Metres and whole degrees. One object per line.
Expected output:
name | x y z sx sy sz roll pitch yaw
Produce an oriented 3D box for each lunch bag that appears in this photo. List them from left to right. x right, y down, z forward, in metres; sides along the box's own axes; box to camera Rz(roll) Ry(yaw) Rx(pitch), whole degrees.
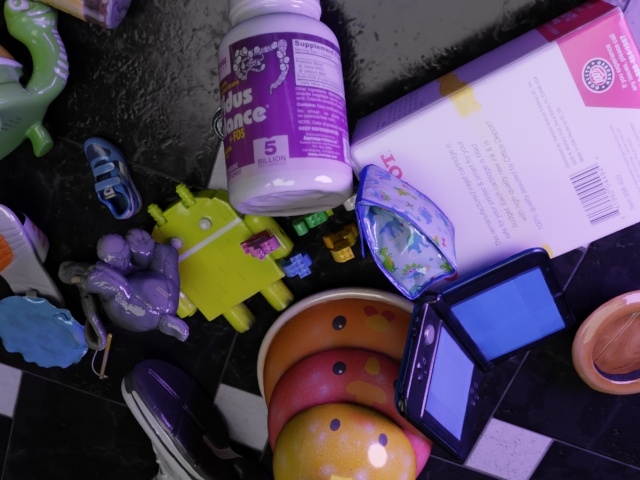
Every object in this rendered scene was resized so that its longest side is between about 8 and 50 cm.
lunch bag | 0.099 -0.020 0.928 0.096 0.129 0.151 -35 107 21

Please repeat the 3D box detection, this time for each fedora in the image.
fedora | 0.495 0.155 1.167 0.195 0.079 0.194 1 110 1

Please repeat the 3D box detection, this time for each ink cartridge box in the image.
ink cartridge box | 0.270 -0.120 1.020 0.385 0.160 0.279 -25 109 17

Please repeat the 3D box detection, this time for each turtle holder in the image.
turtle holder | -0.526 -0.212 1.028 0.320 0.243 0.227 -35 89 29

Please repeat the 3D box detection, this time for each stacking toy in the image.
stacking toy | 0.046 0.317 1.069 0.351 0.480 0.350 2 115 5

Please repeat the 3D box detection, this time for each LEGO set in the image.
LEGO set | 0.000 0.000 1.109 0.227 0.093 0.087 -28 111 -1

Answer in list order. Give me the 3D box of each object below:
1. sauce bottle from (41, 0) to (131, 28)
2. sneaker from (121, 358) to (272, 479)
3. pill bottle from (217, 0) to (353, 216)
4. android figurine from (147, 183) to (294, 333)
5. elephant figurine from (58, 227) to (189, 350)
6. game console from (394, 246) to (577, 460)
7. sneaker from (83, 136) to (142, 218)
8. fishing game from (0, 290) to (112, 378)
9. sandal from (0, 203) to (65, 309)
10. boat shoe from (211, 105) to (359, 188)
sauce bottle | -0.430 -0.411 0.994 0.345 0.111 0.111 25 115 -6
sneaker | -0.283 0.436 1.330 0.258 0.169 0.447 -27 111 15
pill bottle | -0.052 -0.194 0.965 0.169 0.169 0.301 -8 80 10
android figurine | -0.171 0.027 1.197 0.248 0.056 0.272 -30 110 18
elephant figurine | -0.328 0.094 1.166 0.169 0.186 0.239 22 142 -27
game console | 0.254 0.178 1.050 0.173 0.250 0.293 1 152 31
sneaker | -0.336 -0.098 1.154 0.053 0.059 0.144 -20 110 17
fishing game | -0.501 0.157 1.287 0.264 0.041 0.189 16 131 -3
sandal | -0.508 0.022 1.226 0.102 0.076 0.265 -3 135 9
boat shoe | -0.048 -0.139 1.092 0.255 0.079 0.095 24 114 -5
